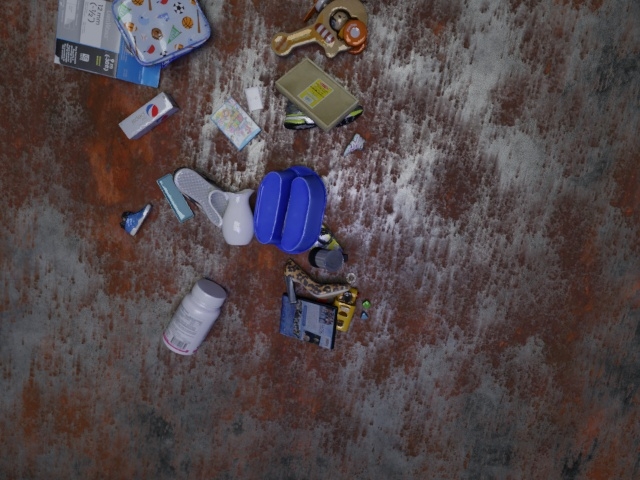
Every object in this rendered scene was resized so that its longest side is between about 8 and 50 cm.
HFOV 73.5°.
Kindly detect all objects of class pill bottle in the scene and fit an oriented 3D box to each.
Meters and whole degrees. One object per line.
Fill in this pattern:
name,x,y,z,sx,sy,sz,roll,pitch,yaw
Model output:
pill bottle,-0.509,0.309,1.747,0.160,0.160,0.283,32,101,-5

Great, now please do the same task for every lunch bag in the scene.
lunch bag,-0.553,-0.748,1.494,0.303,0.115,0.243,-30,116,-12

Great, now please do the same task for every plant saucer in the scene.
plant saucer,-0.580,-0.169,1.719,0.067,0.018,0.192,-26,101,7

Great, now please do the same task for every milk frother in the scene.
milk frother,0.027,0.035,1.635,0.129,0.134,0.143,-26,106,-25

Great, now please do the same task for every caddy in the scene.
caddy,-0.111,-0.114,1.634,0.241,0.179,0.342,16,101,22

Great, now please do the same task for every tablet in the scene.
tablet,-0.253,-0.540,1.630,0.054,0.006,0.083,-11,102,4

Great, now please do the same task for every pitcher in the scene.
pitcher,-0.336,-0.091,1.619,0.177,0.125,0.207,-1,100,-18

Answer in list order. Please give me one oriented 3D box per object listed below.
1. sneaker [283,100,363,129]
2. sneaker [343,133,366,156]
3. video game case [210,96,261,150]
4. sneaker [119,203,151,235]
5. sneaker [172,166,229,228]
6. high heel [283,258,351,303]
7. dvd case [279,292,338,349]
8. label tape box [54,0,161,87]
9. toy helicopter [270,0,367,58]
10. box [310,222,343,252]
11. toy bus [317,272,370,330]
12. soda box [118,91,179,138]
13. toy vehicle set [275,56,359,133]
sneaker,0.010,-0.487,1.583,0.299,0.111,0.122,-4,92,-2
sneaker,0.138,-0.351,1.639,0.069,0.038,0.098,34,102,-4
video game case,-0.326,-0.449,1.649,0.119,0.015,0.166,-41,98,10
sneaker,-0.749,-0.099,1.719,0.084,0.058,0.152,34,108,-14
sneaker,-0.438,-0.170,1.668,0.126,0.127,0.321,-46,123,-7
high heel,-0.017,0.143,1.714,0.261,0.093,0.186,-10,71,3
dvd case,-0.051,0.327,1.752,0.252,0.022,0.181,11,103,25
label tape box,-0.761,-0.725,1.557,0.347,0.115,0.249,14,102,1
toy helicopter,-0.011,-0.753,1.511,0.354,0.140,0.235,-15,99,8
box,0.000,0.000,1.720,0.105,0.043,0.179,-38,97,9
toy bus,0.097,0.266,1.741,0.190,0.104,0.202,-28,100,8
soda box,-0.649,-0.471,1.626,0.216,0.074,0.069,-33,99,9
toy vehicle set,-0.013,-0.523,1.533,0.166,0.035,0.267,-43,78,-16
